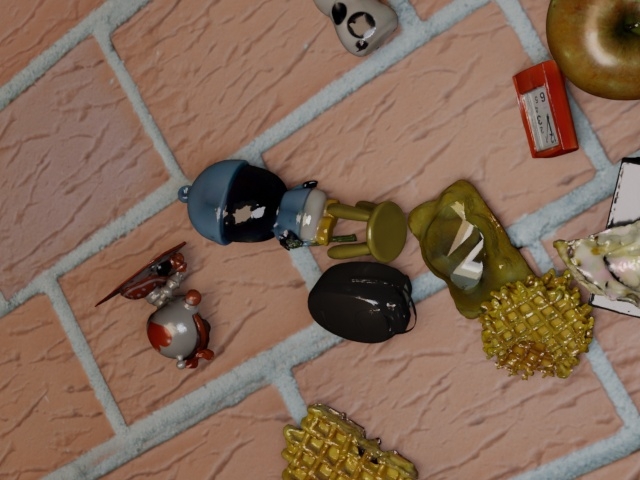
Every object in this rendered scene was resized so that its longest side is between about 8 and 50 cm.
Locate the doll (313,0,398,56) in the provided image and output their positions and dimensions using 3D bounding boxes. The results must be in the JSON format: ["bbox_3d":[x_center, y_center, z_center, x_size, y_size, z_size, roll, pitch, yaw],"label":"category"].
[{"bbox_3d":[0.058,-0.418,1.797,0.110,0.107,0.181,-45,70,43],"label":"doll"}]

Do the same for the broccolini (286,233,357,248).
[{"bbox_3d":[0.000,0.000,1.903,0.140,0.035,0.030,-3,98,23],"label":"broccolini"}]

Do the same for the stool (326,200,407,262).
[{"bbox_3d":[0.083,-0.018,1.814,0.110,0.134,0.135,2,141,41],"label":"stool"}]

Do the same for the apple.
[{"bbox_3d":[0.466,-0.334,1.568,0.237,0.207,0.237,1,98,4],"label":"apple"}]

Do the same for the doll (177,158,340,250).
[{"bbox_3d":[-0.124,-0.062,1.892,0.314,0.141,0.177,13,57,13],"label":"doll"}]

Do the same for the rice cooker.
[{"bbox_3d":[0.078,0.111,1.820,0.203,0.118,0.142,3,133,24],"label":"rice cooker"}]

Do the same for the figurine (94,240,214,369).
[{"bbox_3d":[-0.295,0.154,2.001,0.183,0.160,0.226,-36,90,23],"label":"figurine"}]

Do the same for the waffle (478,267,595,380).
[{"bbox_3d":[0.369,0.151,1.705,0.193,0.070,0.197,-8,111,10],"label":"waffle"}]

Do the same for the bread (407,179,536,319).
[{"bbox_3d":[0.255,0.020,1.765,0.160,0.088,0.233,-35,82,20],"label":"bread"}]

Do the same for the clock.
[{"bbox_3d":[0.385,-0.217,1.679,0.061,0.113,0.155,-12,91,-16],"label":"clock"}]

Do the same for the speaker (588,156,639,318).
[{"bbox_3d":[0.533,-0.008,1.545,0.184,0.254,0.232,15,102,21],"label":"speaker"}]

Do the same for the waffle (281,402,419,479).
[{"bbox_3d":[0.060,0.452,1.910,0.283,0.065,0.309,-18,91,27],"label":"waffle"}]

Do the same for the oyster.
[{"bbox_3d":[0.448,0.039,1.418,0.209,0.072,0.133,-14,84,3],"label":"oyster"}]
